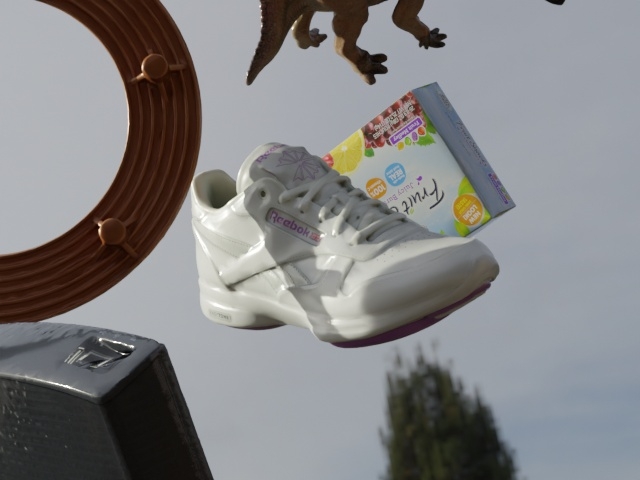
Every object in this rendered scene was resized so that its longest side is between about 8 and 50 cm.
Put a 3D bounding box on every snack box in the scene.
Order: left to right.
[{"bbox_3d":[0.095,-0.055,1.787,0.207,0.174,0.070,-35,-6,37],"label":"snack box"}]

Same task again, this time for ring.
[{"bbox_3d":[-0.262,-0.096,1.221,0.337,0.336,0.032,-10,-12,-3],"label":"ring"}]

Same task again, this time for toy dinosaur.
[{"bbox_3d":[0.036,-0.264,1.383,0.296,0.127,0.200,-27,-46,-2],"label":"toy dinosaur"}]

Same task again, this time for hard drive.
[{"bbox_3d":[-0.155,0.138,0.961,0.054,0.172,0.255,-27,15,-35],"label":"hard drive"}]

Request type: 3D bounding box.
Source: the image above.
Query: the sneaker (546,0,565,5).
[{"bbox_3d":[0.273,-0.332,1.606,0.281,0.162,0.106,-10,-3,19],"label":"sneaker"}]

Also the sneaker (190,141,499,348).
[{"bbox_3d":[0.000,0.000,1.204,0.305,0.152,0.114,1,19,43],"label":"sneaker"}]
